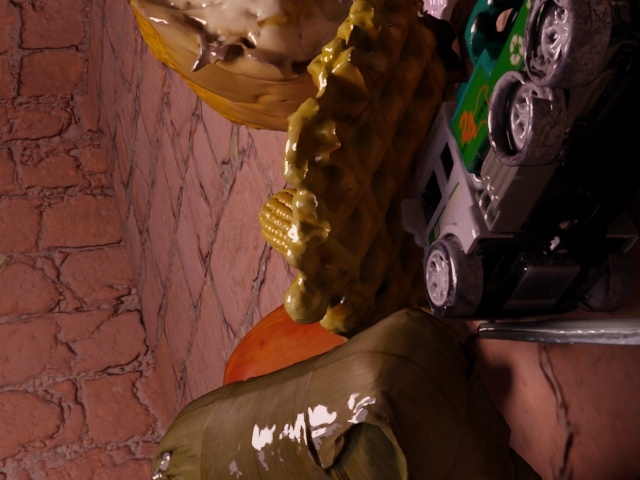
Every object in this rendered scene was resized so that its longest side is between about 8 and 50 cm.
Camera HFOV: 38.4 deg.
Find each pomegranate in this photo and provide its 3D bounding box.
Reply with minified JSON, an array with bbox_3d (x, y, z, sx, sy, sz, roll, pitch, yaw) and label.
[{"bbox_3d":[0.034,0.158,0.949,0.270,0.252,0.229,-31,103,33],"label":"pomegranate"}]

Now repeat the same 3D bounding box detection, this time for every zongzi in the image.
[{"bbox_3d":[0.060,0.241,0.757,0.360,0.160,0.323,46,139,-19],"label":"zongzi"}]

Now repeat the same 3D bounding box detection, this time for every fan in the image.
[{"bbox_3d":[0.219,0.061,0.596,0.282,0.057,0.023,-6,83,52],"label":"fan"}]

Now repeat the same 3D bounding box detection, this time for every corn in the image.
[{"bbox_3d":[0.000,0.000,1.173,0.244,0.093,0.093,36,130,56],"label":"corn"}]

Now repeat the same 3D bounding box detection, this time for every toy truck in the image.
[{"bbox_3d":[0.173,-0.092,0.615,0.363,0.177,0.177,107,157,-46],"label":"toy truck"}]

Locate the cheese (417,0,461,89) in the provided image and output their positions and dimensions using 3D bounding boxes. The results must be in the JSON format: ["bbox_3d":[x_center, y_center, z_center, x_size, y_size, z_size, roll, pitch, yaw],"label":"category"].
[{"bbox_3d":[0.097,-0.193,0.896,0.227,0.065,0.137,112,141,-54],"label":"cheese"}]

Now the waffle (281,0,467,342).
[{"bbox_3d":[0.065,-0.055,0.785,0.060,0.312,0.307,12,91,29],"label":"waffle"}]

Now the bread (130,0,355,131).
[{"bbox_3d":[-0.099,-0.296,1.040,0.394,0.250,0.360,108,155,-80],"label":"bread"}]
